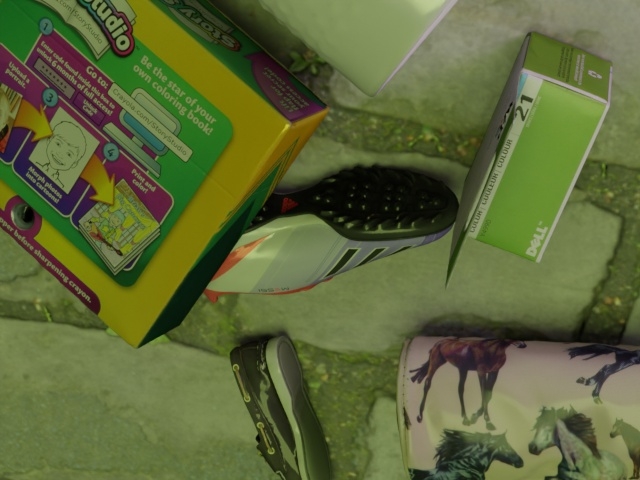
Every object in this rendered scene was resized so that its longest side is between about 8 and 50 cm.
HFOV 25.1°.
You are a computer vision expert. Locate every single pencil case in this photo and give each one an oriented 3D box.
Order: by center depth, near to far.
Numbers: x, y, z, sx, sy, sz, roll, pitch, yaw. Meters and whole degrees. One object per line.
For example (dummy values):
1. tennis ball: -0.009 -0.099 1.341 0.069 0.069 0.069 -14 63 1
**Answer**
1. pencil case: 0.287 0.201 1.558 0.410 0.160 0.183 2 107 10

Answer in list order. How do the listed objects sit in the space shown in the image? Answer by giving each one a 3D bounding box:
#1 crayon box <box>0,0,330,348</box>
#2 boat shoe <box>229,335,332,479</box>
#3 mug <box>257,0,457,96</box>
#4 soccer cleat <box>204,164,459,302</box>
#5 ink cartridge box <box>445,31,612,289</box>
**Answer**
1. crayon box: -0.220 -0.126 1.481 0.363 0.106 0.313 42 116 10
2. boat shoe: -0.044 0.220 1.683 0.068 0.081 0.228 -10 106 19
3. mug: 0.041 -0.374 1.296 0.328 0.276 0.374 40 86 -1
4. soccer cleat: 0.000 0.000 1.561 0.318 0.109 0.116 -7 129 15
5. ink cartridge box: 0.202 -0.066 1.392 0.097 0.255 0.189 21 118 1
